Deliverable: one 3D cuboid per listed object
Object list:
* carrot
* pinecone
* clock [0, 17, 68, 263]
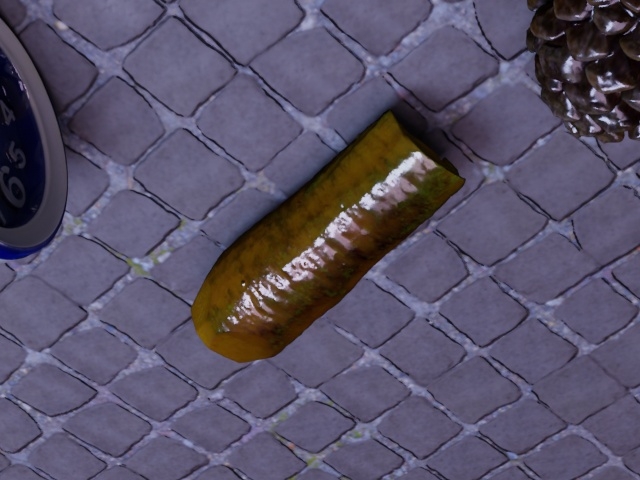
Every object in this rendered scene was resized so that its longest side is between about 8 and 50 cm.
[{"bbox_3d":[0.000,0.000,1.076,0.114,0.114,0.302,36,117,-25],"label":"carrot"},{"bbox_3d":[0.244,-0.165,0.894,0.179,0.184,0.204,16,138,10],"label":"pinecone"},{"bbox_3d":[-0.297,-0.088,0.926,0.083,0.230,0.230,-17,127,18],"label":"clock"}]
